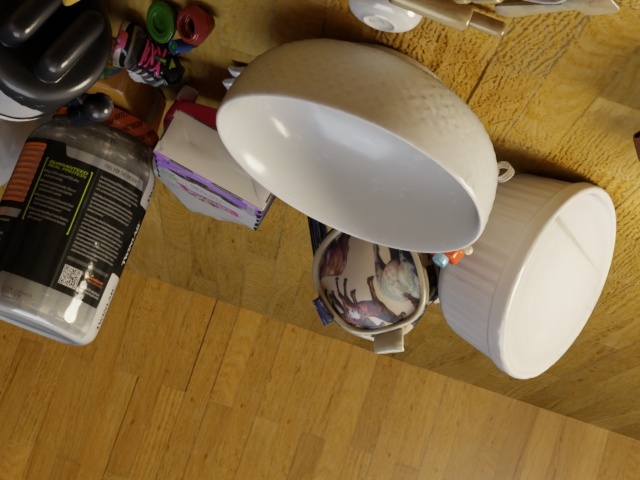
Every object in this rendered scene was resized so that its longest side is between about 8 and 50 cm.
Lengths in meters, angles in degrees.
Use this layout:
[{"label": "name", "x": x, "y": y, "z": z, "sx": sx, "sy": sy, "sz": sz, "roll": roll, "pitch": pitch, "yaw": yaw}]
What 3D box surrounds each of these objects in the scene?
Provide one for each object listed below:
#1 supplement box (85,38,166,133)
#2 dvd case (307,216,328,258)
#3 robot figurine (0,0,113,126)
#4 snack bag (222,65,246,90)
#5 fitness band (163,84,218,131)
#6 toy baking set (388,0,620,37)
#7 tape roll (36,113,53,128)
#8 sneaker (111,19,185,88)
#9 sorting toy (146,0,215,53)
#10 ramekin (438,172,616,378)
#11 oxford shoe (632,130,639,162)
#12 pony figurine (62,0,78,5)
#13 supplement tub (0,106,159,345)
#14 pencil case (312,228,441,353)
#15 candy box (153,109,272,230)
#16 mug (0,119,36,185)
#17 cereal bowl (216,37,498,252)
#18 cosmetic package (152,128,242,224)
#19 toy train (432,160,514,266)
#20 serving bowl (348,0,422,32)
[{"label": "supplement box", "x": -0.280, "y": -0.210, "z": 2.119, "sx": 0.078, "sy": 0.080, "sz": 0.233, "roll": 16, "pitch": 169, "yaw": 8}, {"label": "dvd case", "x": 0.000, "y": 0.000, "z": 2.165, "sx": 0.018, "sy": 0.221, "sz": 0.164, "roll": -8, "pitch": 170, "yaw": -5}, {"label": "robot figurine", "x": -0.361, "y": -0.239, "z": 1.867, "sx": 0.173, "sy": 0.209, "sz": 0.278, "roll": -9, "pitch": 179, "yaw": -25}, {"label": "snack bag", "x": 0.058, "y": -0.132, "z": 2.061, "sx": 0.342, "sy": 0.037, "sz": 0.323, "roll": 15, "pitch": 167, "yaw": 13}, {"label": "fitness band", "x": -0.122, "y": -0.140, "z": 2.149, "sx": 0.209, "sy": 0.054, "sz": 0.291, "roll": 29, "pitch": 173, "yaw": -4}, {"label": "toy baking set", "x": 0.146, "y": -0.245, "z": 1.447, "sx": 0.256, "sy": 0.030, "sz": 0.197, "roll": 21, "pitch": 167, "yaw": -13}, {"label": "tape roll", "x": -0.400, "y": -0.175, "z": 2.455, "sx": 0.219, "sy": 0.072, "sz": 0.219, "roll": 18, "pitch": 168, "yaw": 4}, {"label": "sneaker", "x": -0.218, "y": -0.236, "z": 1.948, "sx": 0.075, "sy": 0.063, "sz": 0.170, "roll": 16, "pitch": 173, "yaw": 11}, {"label": "sorting toy", "x": -0.163, "y": -0.258, "z": 1.817, "sx": 0.102, "sy": 0.061, "sz": 0.042, "roll": 17, "pitch": -156, "yaw": 42}, {"label": "ramekin", "x": 0.268, "y": 0.035, "z": 1.986, "sx": 0.127, "sy": 0.273, "sz": 0.273, "roll": 26, "pitch": 174, "yaw": 33}, {"label": "oxford shoe", "x": 0.380, "y": -0.124, "z": 1.562, "sx": 0.076, "sy": 0.076, "sz": 0.212, "roll": 59, "pitch": 156, "yaw": 9}, {"label": "pony figurine", "x": -0.300, "y": -0.313, "z": 1.284, "sx": 0.351, "sy": 0.303, "sz": 0.363, "roll": -6, "pitch": 162, "yaw": -27}, {"label": "supplement tub", "x": -0.350, "y": -0.028, "z": 2.088, "sx": 0.193, "sy": 0.316, "sz": 0.193, "roll": 20, "pitch": 168, "yaw": 4}, {"label": "pencil case", "x": 0.117, "y": 0.035, "z": 2.112, "sx": 0.160, "sy": 0.183, "sz": 0.410, "roll": 1, "pitch": -174, "yaw": 17}, {"label": "candy box", "x": -0.138, "y": -0.093, "z": 2.051, "sx": 0.165, "sy": 0.070, "sz": 0.196, "roll": 29, "pitch": 171, "yaw": 0}, {"label": "mug", "x": -0.545, "y": -0.217, "z": 2.126, "sx": 0.374, "sy": 0.276, "sz": 0.328, "roll": -27, "pitch": 149, "yaw": 29}, {"label": "cereal bowl", "x": 0.058, "y": -0.128, "z": 1.765, "sx": 0.339, "sy": 0.141, "sz": 0.339, "roll": 23, "pitch": 159, "yaw": 9}, {"label": "cosmetic package", "x": -0.180, "y": -0.103, "z": 2.428, "sx": 0.117, "sy": 0.085, "sz": 0.231, "roll": 16, "pitch": 169, "yaw": 14}, {"label": "toy train", "x": 0.173, "y": -0.033, "z": 1.898, "sx": 0.125, "sy": 0.166, "sz": 0.046, "roll": 20, "pitch": 152, "yaw": 37}, {"label": "serving bowl", "x": 0.066, "y": -0.241, "z": 1.589, "sx": 0.083, "sy": 0.027, "sz": 0.083, "roll": 18, "pitch": 168, "yaw": 4}]
